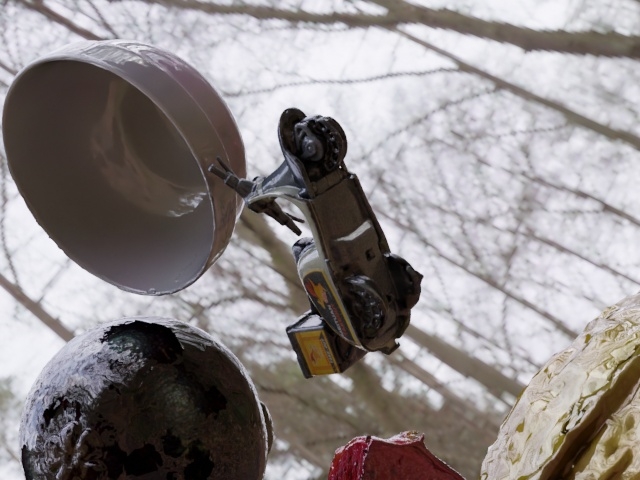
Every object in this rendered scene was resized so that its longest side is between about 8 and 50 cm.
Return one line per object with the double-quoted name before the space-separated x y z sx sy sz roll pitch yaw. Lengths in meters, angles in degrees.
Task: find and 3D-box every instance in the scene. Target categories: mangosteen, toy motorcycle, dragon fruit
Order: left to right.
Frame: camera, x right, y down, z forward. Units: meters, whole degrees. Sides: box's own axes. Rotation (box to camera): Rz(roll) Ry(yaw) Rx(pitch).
"mangosteen" -0.183 0.216 1.461 0.288 0.288 0.288 -25 -49 -33
"toy motorcycle" 0.000 0.000 1.289 0.091 0.157 0.263 -32 -76 -45
"dragon fruit" 0.080 0.297 1.204 0.161 0.126 0.274 7 -85 -10

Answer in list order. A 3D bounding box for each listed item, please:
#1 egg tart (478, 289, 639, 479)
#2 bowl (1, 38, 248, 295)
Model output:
"egg tart" 0.170 0.125 0.598 0.341 0.129 0.341 -22 -50 -30
"bowl" -0.192 -0.095 1.449 0.144 0.287 0.287 -43 -38 -45
